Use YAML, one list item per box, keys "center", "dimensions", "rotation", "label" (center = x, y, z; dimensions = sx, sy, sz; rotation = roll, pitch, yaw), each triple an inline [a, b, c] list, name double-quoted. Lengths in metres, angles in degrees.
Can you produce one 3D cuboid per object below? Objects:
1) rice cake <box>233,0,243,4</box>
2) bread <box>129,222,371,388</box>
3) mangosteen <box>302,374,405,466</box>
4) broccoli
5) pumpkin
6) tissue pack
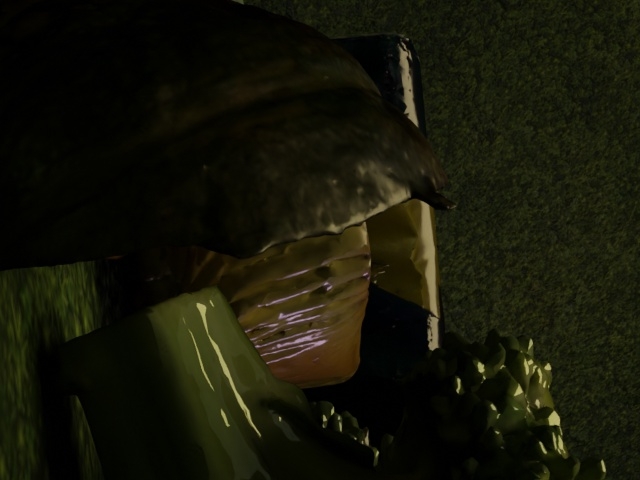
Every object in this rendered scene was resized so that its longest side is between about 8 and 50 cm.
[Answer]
- center: [-0.126, -0.296, 1.464]
  dimensions: [0.336, 0.066, 0.063]
  rotation: [87, -12, -62]
  label: "rice cake"
- center: [-0.048, 0.006, 0.742]
  dimensions: [0.250, 0.133, 0.179]
  rotation: [105, -25, -75]
  label: "bread"
- center: [0.014, 0.233, 1.026]
  dimensions: [0.243, 0.243, 0.243]
  rotation: [174, -90, -89]
  label: "mangosteen"
- center: [0.009, 0.148, 0.506]
  dimensions: [0.288, 0.235, 0.260]
  rotation: [-29, -120, 49]
  label: "broccoli"
- center: [-0.038, -0.057, 0.510]
  dimensions: [0.278, 0.163, 0.111]
  rotation: [-117, -158, -85]
  label: "pumpkin"
- center: [0.000, 0.000, 1.403]
  dimensions: [0.264, 0.253, 0.416]
  rotation: [94, -8, -86]
  label: "tissue pack"
